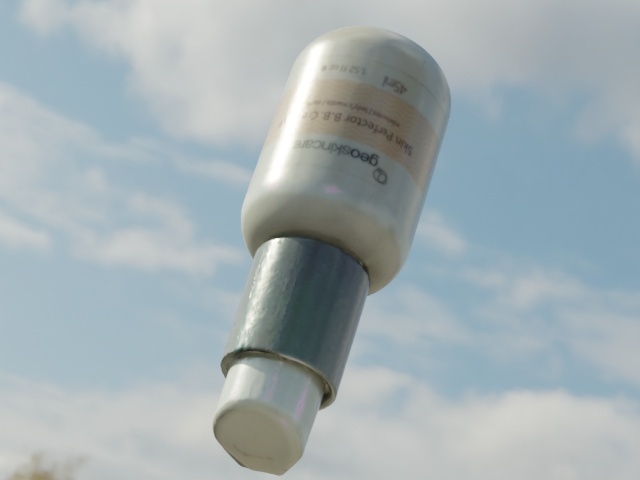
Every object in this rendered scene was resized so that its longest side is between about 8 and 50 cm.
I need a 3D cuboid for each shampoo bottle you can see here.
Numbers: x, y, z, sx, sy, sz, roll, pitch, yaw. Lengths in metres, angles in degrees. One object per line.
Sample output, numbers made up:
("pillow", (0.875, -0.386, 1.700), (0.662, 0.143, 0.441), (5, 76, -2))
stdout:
("shampoo bottle", (0.000, 0.000, 0.748), (0.074, 0.192, 0.074), (14, -32, 9))
